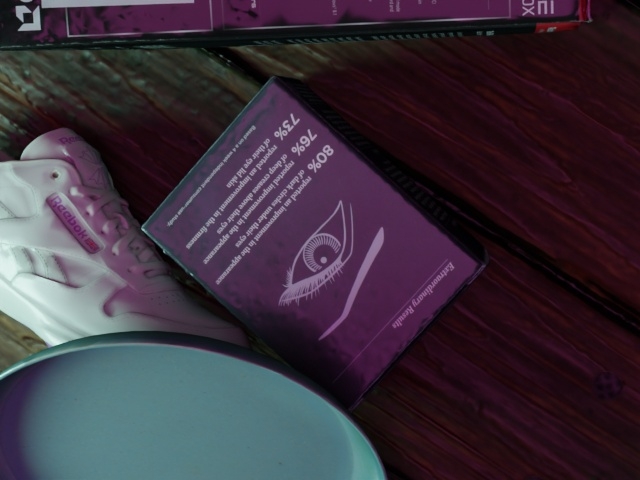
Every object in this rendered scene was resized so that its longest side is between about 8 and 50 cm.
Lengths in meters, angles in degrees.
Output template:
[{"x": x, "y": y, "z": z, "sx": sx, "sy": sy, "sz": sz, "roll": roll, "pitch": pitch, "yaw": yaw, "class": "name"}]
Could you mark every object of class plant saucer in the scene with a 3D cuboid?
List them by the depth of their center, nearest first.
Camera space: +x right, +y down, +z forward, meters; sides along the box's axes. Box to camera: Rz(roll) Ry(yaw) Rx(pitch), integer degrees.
[{"x": -0.108, "y": 0.168, "z": 0.933, "sx": 0.317, "sy": 0.044, "sz": 0.318, "roll": 2, "pitch": 134, "yaw": 2, "class": "plant saucer"}]

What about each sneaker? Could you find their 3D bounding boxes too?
[{"x": -0.180, "y": 0.005, "z": 0.956, "sx": 0.305, "sy": 0.114, "sz": 0.152, "roll": 25, "pitch": 95, "yaw": 13, "class": "sneaker"}]

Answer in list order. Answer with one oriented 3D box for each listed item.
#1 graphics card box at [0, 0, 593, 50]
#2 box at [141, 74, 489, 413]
[{"x": -0.011, "y": -0.179, "z": 0.868, "sx": 0.371, "sy": 0.233, "sz": 0.094, "roll": -2, "pitch": 99, "yaw": 9, "class": "graphics card box"}, {"x": 0.000, "y": 0.000, "z": 0.945, "sx": 0.207, "sy": 0.108, "sz": 0.153, "roll": 43, "pitch": 100, "yaw": 2, "class": "box"}]
